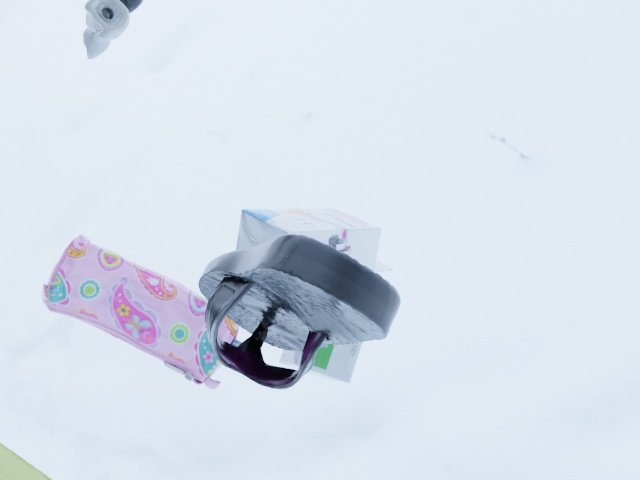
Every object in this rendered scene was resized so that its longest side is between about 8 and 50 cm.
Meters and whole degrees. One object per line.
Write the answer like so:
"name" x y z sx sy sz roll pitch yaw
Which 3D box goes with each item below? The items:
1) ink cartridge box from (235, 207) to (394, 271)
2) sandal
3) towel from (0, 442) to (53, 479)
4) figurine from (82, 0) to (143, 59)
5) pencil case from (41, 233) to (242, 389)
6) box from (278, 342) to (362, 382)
"ink cartridge box" 0.000 0.000 1.123 0.104 0.181 0.062 26 112 49
"sandal" -0.055 0.087 0.942 0.107 0.167 0.446 -62 6 -15
"towel" -0.322 0.228 0.879 0.021 0.237 0.102 -51 7 6
"figurine" -0.423 -0.486 1.893 0.215 0.092 0.209 -59 13 -17
"pencil case" -0.251 0.103 1.291 0.124 0.284 0.124 -57 11 17
"box" 0.005 0.145 1.308 0.101 0.087 0.102 -71 16 -10
